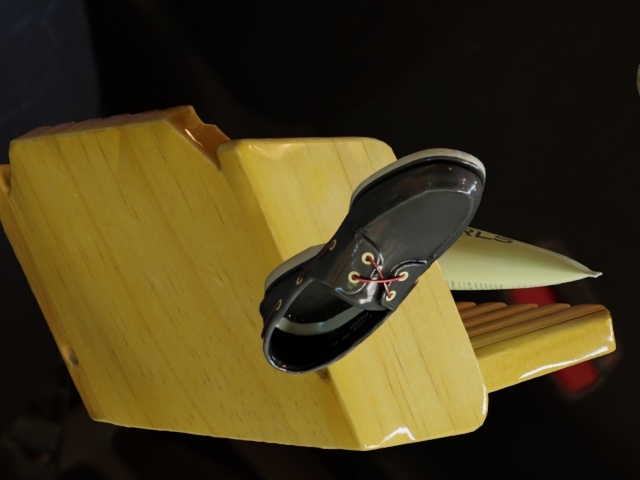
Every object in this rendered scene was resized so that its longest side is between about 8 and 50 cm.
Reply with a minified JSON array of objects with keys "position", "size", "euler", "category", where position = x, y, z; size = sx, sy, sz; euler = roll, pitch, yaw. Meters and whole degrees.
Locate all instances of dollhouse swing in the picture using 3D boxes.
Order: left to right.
[{"position":[0.000,0.000,1.456],"size":[0.305,0.347,0.315],"euler":[-31,107,-33],"category":"dollhouse swing"}]

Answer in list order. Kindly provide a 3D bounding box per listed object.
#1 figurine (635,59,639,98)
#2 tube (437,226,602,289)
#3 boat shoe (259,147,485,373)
[{"position":[0.411,-0.168,1.666],"size":[0.209,0.215,0.092],"euler":[3,54,-42],"category":"figurine"},{"position":[0.080,0.009,1.390],"size":[0.240,0.062,0.070],"euler":[8,43,11],"category":"tube"},{"position":[0.021,0.010,0.788],"size":[0.049,0.133,0.042],"euler":[26,45,-25],"category":"boat shoe"}]
